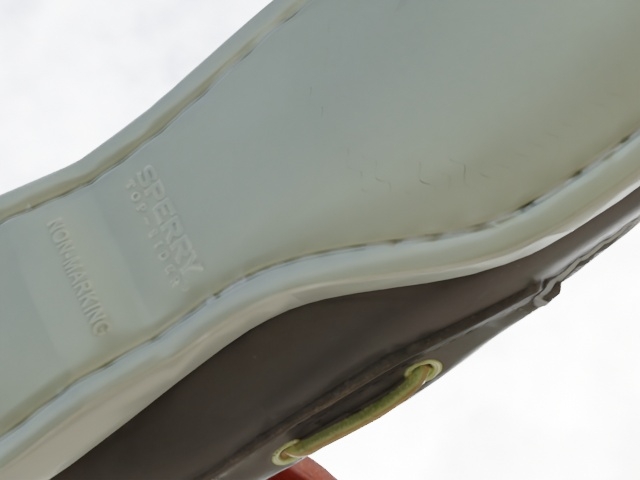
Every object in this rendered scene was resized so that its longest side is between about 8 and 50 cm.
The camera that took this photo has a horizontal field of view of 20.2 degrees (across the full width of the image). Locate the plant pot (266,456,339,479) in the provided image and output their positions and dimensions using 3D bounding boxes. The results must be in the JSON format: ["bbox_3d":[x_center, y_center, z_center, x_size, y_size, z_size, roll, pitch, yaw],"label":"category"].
[{"bbox_3d":[-0.101,0.265,0.997,0.272,0.272,0.265,-20,-19,-19],"label":"plant pot"}]

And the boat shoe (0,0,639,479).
[{"bbox_3d":[0.000,0.000,0.386,0.228,0.081,0.069,-28,-32,10],"label":"boat shoe"}]
